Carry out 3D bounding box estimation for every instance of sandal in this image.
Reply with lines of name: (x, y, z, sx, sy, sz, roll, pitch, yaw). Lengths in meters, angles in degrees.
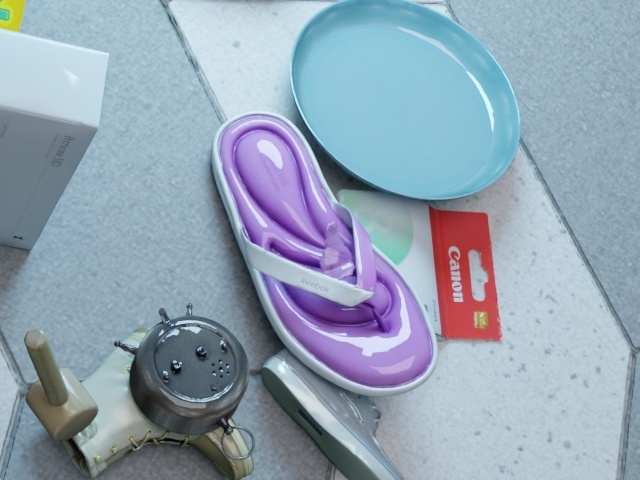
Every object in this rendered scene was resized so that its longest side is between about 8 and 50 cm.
sandal: (-0.013, 0.008, 1.987, 0.169, 0.102, 0.416, -30, 67, -14)

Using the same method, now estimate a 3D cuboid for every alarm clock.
alarm clock: (-0.133, 0.162, 1.868, 0.129, 0.064, 0.192, -28, 75, -30)

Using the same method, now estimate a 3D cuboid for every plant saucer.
plant saucer: (0.104, -0.177, 2.153, 0.317, 0.044, 0.318, 11, 55, -17)

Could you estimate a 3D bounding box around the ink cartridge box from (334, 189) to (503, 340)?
ink cartridge box: (0.126, 0.033, 2.102, 0.224, 0.056, 0.181, 2, 70, -18)

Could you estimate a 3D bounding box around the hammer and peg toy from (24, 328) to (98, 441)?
hammer and peg toy: (-0.399, 0.176, 1.636, 0.361, 0.266, 0.127, -29, 64, -26)

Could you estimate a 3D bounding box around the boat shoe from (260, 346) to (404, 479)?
boat shoe: (0.031, 0.209, 1.982, 0.081, 0.079, 0.227, -41, 84, -24)

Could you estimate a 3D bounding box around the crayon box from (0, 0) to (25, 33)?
crayon box: (-0.480, -0.342, 1.874, 0.313, 0.106, 0.363, 12, 89, -35)

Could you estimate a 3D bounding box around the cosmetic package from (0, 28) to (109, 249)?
cosmetic package: (-0.404, -0.114, 1.777, 0.284, 0.377, 0.097, 14, 67, -16)

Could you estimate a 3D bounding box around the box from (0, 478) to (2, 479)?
box: (-0.389, 0.331, 1.776, 0.290, 0.087, 0.169, 46, 62, 1)

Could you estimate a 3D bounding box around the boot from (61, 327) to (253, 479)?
boot: (-0.194, 0.223, 1.897, 0.165, 0.077, 0.213, -38, 81, -28)
